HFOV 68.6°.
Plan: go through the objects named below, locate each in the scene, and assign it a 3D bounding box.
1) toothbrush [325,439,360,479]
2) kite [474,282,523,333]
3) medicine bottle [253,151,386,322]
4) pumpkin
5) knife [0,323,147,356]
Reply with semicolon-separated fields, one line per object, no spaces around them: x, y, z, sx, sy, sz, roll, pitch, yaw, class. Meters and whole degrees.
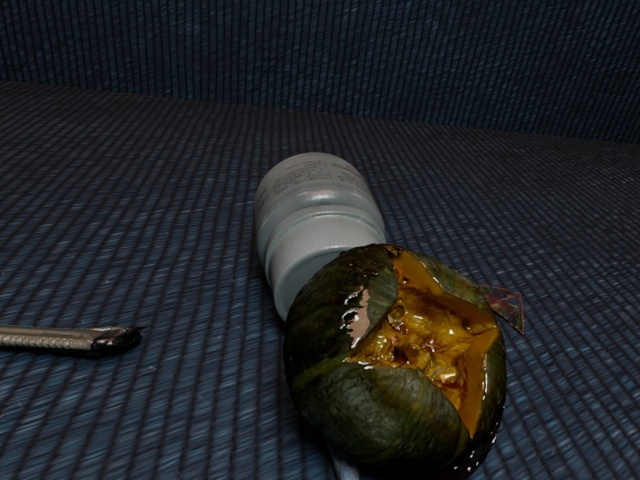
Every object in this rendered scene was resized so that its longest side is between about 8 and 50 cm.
0.043;0.316;0.559;0.035;0.042;0.413;15;25;-22;toothbrush
0.362;0.131;0.976;0.159;0.010;0.190;-11;33;-27;kite
0.000;0.000;0.880;0.245;0.245;0.306;1;36;-11;medicine bottle
0.102;0.149;0.634;0.320;0.192;0.320;14;55;-22;pumpkin
-0.460;0.149;0.723;0.365;0.043;0.089;3;-3;-4;knife
